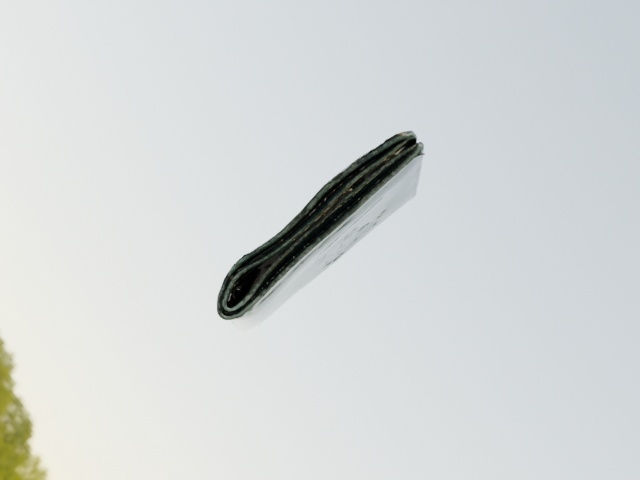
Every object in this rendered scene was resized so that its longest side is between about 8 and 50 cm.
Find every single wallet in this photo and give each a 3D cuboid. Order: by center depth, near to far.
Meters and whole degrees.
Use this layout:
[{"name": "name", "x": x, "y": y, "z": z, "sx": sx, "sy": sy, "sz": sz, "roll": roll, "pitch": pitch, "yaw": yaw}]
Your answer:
[{"name": "wallet", "x": -0.001, "y": -0.001, "z": 1.333, "sx": 0.054, "sy": 0.290, "sz": 0.251, "roll": 49, "pitch": -6, "yaw": 7}]
